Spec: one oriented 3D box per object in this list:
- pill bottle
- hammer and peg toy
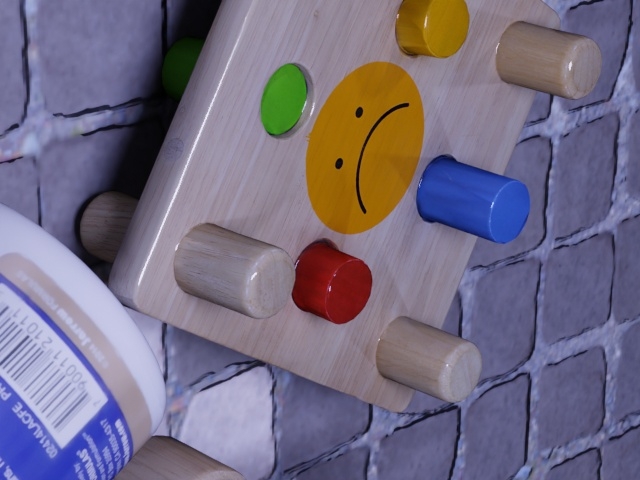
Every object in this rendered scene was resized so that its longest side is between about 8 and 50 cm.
[{"bbox_3d":[-0.204,0.114,0.837,0.264,0.153,0.153,-46,133,-25],"label":"pill bottle"},{"bbox_3d":[0.000,0.000,1.039,0.266,0.127,0.361,25,85,-51],"label":"hammer and peg toy"}]
